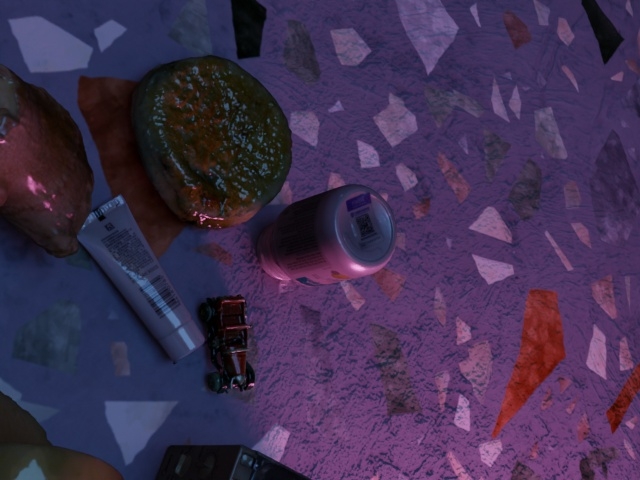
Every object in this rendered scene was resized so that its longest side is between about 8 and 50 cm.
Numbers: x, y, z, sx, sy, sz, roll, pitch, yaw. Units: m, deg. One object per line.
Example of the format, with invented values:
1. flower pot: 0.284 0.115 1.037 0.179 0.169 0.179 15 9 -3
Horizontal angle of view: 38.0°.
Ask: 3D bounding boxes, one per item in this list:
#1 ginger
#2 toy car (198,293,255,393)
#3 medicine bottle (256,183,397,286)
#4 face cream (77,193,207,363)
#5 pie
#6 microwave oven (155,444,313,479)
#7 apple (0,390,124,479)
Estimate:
1. ginger: -0.370 -0.088 1.120 0.221 0.130 0.275 -88 160 -55
2. toy car: -0.133 0.151 1.362 0.073 0.054 0.143 -1 79 -38
3. medicine bottle: 0.000 0.000 1.398 0.135 0.215 0.135 10 73 -37
4. face cream: -0.248 0.059 1.296 0.092 0.058 0.243 -36 97 -32
5. pie: -0.162 -0.154 1.404 0.277 0.079 0.276 13 70 -41
6. microwave oven: -0.108 0.474 1.201 0.286 0.219 0.354 34 60 -27
7. apple: -0.372 0.288 0.994 0.233 0.295 0.257 -58 154 -17
